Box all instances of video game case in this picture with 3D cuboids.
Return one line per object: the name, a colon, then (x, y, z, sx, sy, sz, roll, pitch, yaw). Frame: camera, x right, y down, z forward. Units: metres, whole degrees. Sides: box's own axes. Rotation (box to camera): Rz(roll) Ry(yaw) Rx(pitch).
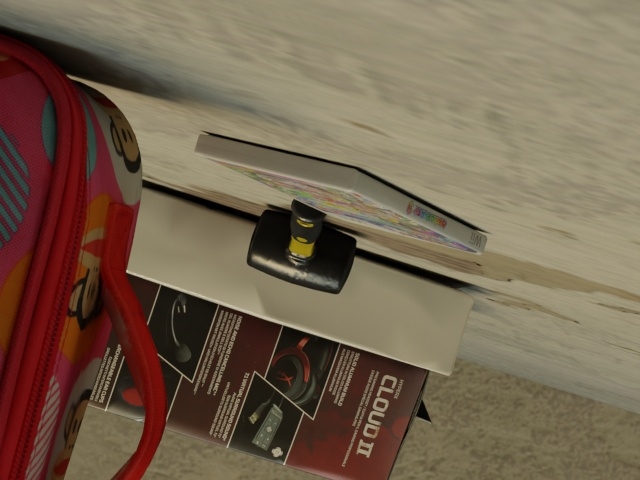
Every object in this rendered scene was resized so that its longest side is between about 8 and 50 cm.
video game case: (0.011, -0.020, 0.833, 0.087, 0.011, 0.122, 14, 175, 34)

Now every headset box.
headset box: (-0.053, 0.079, 1.411, 0.293, 0.110, 0.218, 18, -168, -9)

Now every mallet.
mallet: (0.000, 0.000, 1.016, 0.062, 0.039, 0.190, 19, 172, -6)

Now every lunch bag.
lunch bag: (-0.188, 0.055, 0.717, 0.258, 0.293, 0.120, 13, 177, 10)

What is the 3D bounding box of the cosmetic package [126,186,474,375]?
cosmetic package: (-0.022, 0.026, 1.240, 0.239, 0.060, 0.099, 18, 180, -3)
